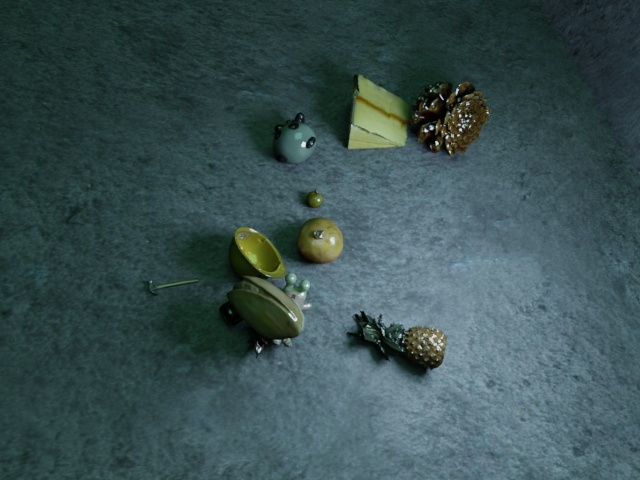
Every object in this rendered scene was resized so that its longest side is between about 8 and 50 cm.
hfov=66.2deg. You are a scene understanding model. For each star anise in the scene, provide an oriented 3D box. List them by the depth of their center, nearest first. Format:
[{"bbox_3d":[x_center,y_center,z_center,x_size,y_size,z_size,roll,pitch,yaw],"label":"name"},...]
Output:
[{"bbox_3d":[-0.230,0.340,1.750,0.129,0.056,0.124,32,92,45],"label":"star anise"}]

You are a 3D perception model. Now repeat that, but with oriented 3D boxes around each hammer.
[{"bbox_3d":[-0.539,0.162,1.808,0.181,0.017,0.062,-8,64,-19],"label":"hammer"}]

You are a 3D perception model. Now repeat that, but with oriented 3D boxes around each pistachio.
[{"bbox_3d":[-0.181,0.230,1.665,0.293,0.182,0.162,36,60,21],"label":"pistachio"}]

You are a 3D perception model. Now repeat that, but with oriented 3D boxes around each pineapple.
[{"bbox_3d":[0.281,0.370,1.831,0.364,0.166,0.166,14,58,4],"label":"pineapple"}]

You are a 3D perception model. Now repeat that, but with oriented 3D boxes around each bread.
[{"bbox_3d":[0.298,-0.603,2.336,0.404,0.242,0.346,-1,64,-10],"label":"bread"}]

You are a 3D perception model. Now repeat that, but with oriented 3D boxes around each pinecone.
[{"bbox_3d":[0.582,-0.599,2.342,0.383,0.384,0.385,6,60,-11],"label":"pinecone"}]

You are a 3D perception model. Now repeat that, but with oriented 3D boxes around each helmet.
[{"bbox_3d":[-0.261,0.082,1.850,0.205,0.140,0.257,2,47,-54],"label":"helmet"}]

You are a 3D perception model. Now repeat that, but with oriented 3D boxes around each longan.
[{"bbox_3d":[-0.024,-0.180,2.092,0.075,0.083,0.075,14,20,-5],"label":"longan"}]

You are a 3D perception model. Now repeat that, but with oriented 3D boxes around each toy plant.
[{"bbox_3d":[-0.281,0.239,1.785,0.162,0.093,0.093,-29,71,-26],"label":"toy plant"}]

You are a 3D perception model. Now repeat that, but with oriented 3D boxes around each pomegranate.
[{"bbox_3d":[0.001,-0.001,1.937,0.191,0.191,0.191,6,60,-11],"label":"pomegranate"}]

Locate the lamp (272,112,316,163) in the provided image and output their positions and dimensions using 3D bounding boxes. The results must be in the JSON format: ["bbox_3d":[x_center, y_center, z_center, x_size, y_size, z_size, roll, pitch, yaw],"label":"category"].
[{"bbox_3d":[-0.116,-0.448,2.167,0.197,0.198,0.244,1,45,-13],"label":"lamp"}]

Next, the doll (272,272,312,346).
[{"bbox_3d":[-0.113,0.264,1.809,0.154,0.113,0.275,17,66,-7],"label":"doll"}]
